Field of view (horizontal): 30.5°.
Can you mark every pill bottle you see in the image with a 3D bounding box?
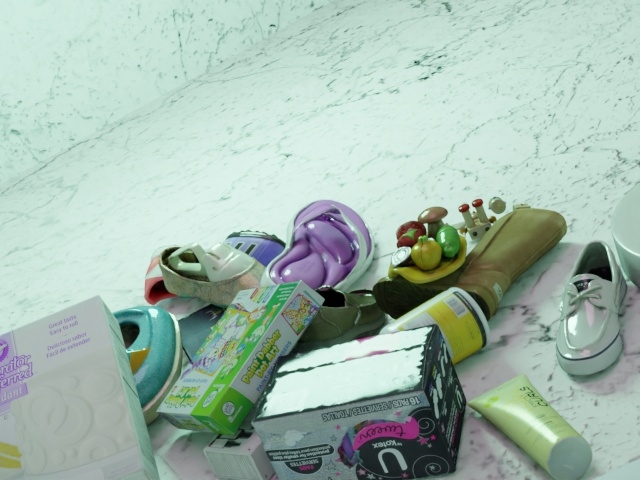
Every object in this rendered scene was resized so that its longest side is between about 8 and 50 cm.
[{"bbox_3d":[0.151,0.154,1.738,0.184,0.103,0.103,-29,24,-16],"label":"pill bottle"}]

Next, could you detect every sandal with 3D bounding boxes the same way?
[{"bbox_3d":[0.015,0.006,2.091,0.169,0.102,0.416,22,28,1],"label":"sandal"}]

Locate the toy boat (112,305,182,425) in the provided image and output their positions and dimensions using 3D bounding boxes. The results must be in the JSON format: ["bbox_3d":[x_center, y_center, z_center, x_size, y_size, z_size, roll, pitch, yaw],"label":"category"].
[{"bbox_3d":[-0.390,0.219,1.963,0.318,0.148,0.267,-13,39,9],"label":"toy boat"}]

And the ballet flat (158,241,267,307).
[{"bbox_3d":[-0.194,0.056,2.109,0.316,0.106,0.107,2,31,46],"label":"ballet flat"}]

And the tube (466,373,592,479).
[{"bbox_3d":[0.270,0.234,1.521,0.070,0.062,0.240,15,10,-17],"label":"tube"}]

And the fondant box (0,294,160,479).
[{"bbox_3d":[-0.398,0.273,1.788,0.238,0.096,0.330,-22,52,-1],"label":"fondant box"}]

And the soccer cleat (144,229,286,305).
[{"bbox_3d":[-0.203,0.061,2.285,0.318,0.108,0.116,-8,47,26],"label":"soccer cleat"}]

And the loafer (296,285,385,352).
[{"bbox_3d":[0.035,0.112,1.895,0.094,0.087,0.251,-5,10,23],"label":"loafer"}]

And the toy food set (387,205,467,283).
[{"bbox_3d":[0.167,-0.005,1.894,0.128,0.071,0.218,-13,20,13],"label":"toy food set"}]

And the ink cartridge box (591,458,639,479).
[{"bbox_3d":[0.374,0.335,1.192,0.324,0.071,0.330,-23,22,-4],"label":"ink cartridge box"}]

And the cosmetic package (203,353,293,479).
[{"bbox_3d":[-0.062,0.259,1.751,0.099,0.060,0.239,-1,31,38],"label":"cosmetic package"}]

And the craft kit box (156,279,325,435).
[{"bbox_3d":[-0.127,0.179,1.791,0.246,0.061,0.250,-59,18,-20],"label":"craft kit box"}]

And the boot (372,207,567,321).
[{"bbox_3d":[0.249,0.040,1.937,0.236,0.089,0.269,6,34,36],"label":"boot"}]

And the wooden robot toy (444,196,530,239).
[{"bbox_3d":[0.286,-0.042,2.098,0.173,0.076,0.079,-20,12,4],"label":"wooden robot toy"}]

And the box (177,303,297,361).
[{"bbox_3d":[-0.147,0.164,2.035,0.183,0.059,0.233,-27,22,-9],"label":"box"}]

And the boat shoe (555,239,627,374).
[{"bbox_3d":[0.389,0.090,1.686,0.096,0.088,0.267,-8,27,30],"label":"boat shoe"}]

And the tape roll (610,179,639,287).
[{"bbox_3d":[0.635,-0.038,1.770,0.392,0.072,0.392,-19,23,8],"label":"tape roll"}]

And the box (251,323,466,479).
[{"bbox_3d":[0.058,0.236,1.596,0.247,0.142,0.163,-14,25,21],"label":"box"}]
